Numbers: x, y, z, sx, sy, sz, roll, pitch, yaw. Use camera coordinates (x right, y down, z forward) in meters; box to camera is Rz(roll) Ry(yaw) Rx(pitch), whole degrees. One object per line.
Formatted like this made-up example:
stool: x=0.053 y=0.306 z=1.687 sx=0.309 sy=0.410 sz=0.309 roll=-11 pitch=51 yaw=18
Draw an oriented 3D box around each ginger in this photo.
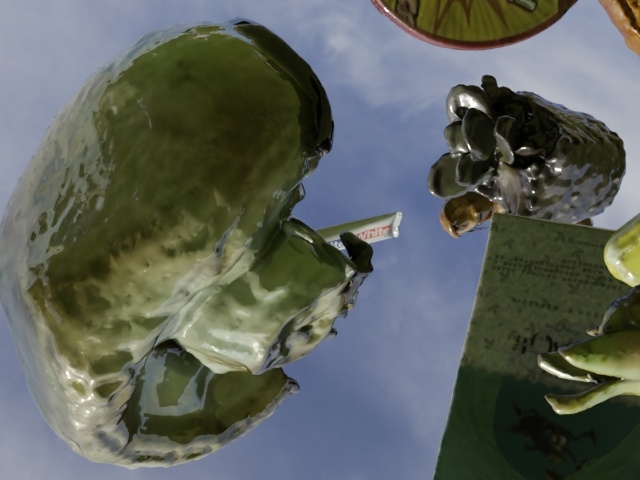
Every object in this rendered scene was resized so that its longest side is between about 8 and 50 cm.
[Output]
ginger: x=0.386 y=-0.070 z=1.514 sx=0.309 sy=0.107 sz=0.133 roll=-4 pitch=-123 yaw=0

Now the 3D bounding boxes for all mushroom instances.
mushroom: x=-0.098 y=0.012 z=0.431 sx=0.164 sy=0.267 sz=0.189 roll=-24 pitch=-114 yaw=-29

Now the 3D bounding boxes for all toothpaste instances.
toothpaste: x=0.000 y=0.000 z=0.976 sx=0.218 sy=0.052 sz=0.033 roll=-13 pitch=-129 yaw=-11

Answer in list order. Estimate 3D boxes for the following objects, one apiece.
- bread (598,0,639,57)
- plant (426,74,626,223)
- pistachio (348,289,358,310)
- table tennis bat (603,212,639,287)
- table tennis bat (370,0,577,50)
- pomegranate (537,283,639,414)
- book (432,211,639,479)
bread: x=0.521 y=-0.360 z=1.062 sx=0.312 sy=0.172 sz=0.312 roll=14 pitch=-119 yaw=-25
plant: x=0.308 y=-0.120 z=1.155 sx=0.276 sy=0.199 sz=0.188 roll=6 pitch=-144 yaw=-22
pistachio: x=0.025 y=0.113 z=1.533 sx=0.089 sy=0.049 sz=0.173 roll=39 pitch=-161 yaw=25
table tennis bat: x=0.359 y=-0.088 z=0.568 sx=0.224 sy=0.369 sz=0.054 roll=29 pitch=-144 yaw=-12
table tennis bat: x=0.232 y=-0.356 z=0.853 sx=0.414 sy=0.051 sz=0.268 roll=-7 pitch=-75 yaw=-8
pomegranate: x=0.325 y=0.102 z=0.514 sx=0.340 sy=0.260 sz=0.260 roll=5 pitch=-122 yaw=9
book: x=0.277 y=0.164 z=0.843 sx=0.264 sy=0.031 sz=0.379 roll=9 pitch=-101 yaw=32
